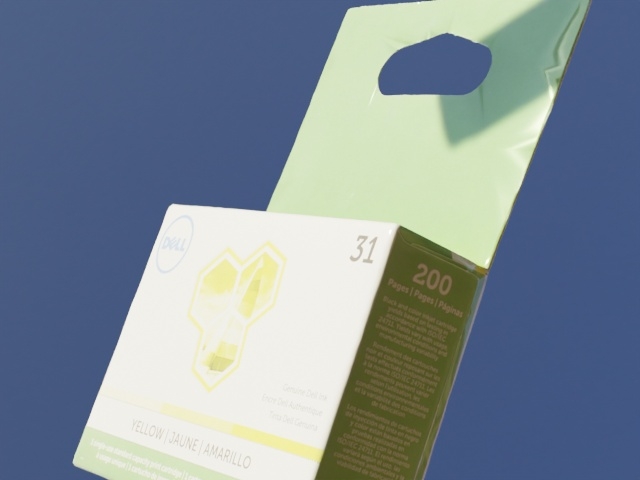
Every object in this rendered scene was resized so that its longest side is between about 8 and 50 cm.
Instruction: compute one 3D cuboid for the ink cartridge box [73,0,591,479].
[{"bbox_3d":[0.000,0.000,0.653,0.056,0.171,0.235,24,-100,-33],"label":"ink cartridge box"}]
